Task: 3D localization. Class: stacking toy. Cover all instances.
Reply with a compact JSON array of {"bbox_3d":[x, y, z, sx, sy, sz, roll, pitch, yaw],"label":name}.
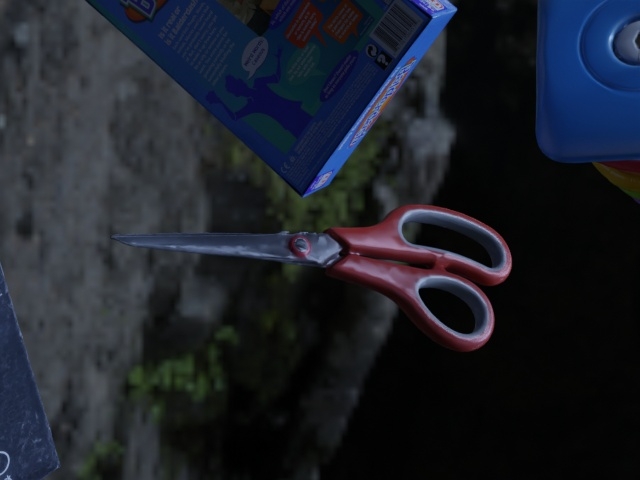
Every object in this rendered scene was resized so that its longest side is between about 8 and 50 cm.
[{"bbox_3d":[0.282,-0.082,1.488,0.302,0.165,0.175,57,33,-57],"label":"stacking toy"}]

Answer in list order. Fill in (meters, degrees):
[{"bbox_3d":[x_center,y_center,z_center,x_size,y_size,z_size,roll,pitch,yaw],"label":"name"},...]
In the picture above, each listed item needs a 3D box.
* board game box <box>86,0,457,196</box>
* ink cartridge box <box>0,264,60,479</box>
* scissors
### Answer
[{"bbox_3d":[-0.037,-0.158,1.227,0.160,0.210,0.047,-52,169,28],"label":"board game box"},{"bbox_3d":[-0.331,0.100,1.534,0.065,0.165,0.333,23,-43,41],"label":"ink cartridge box"},{"bbox_3d":[0.000,0.000,1.283,0.021,0.297,0.109,133,-31,-56],"label":"scissors"}]
